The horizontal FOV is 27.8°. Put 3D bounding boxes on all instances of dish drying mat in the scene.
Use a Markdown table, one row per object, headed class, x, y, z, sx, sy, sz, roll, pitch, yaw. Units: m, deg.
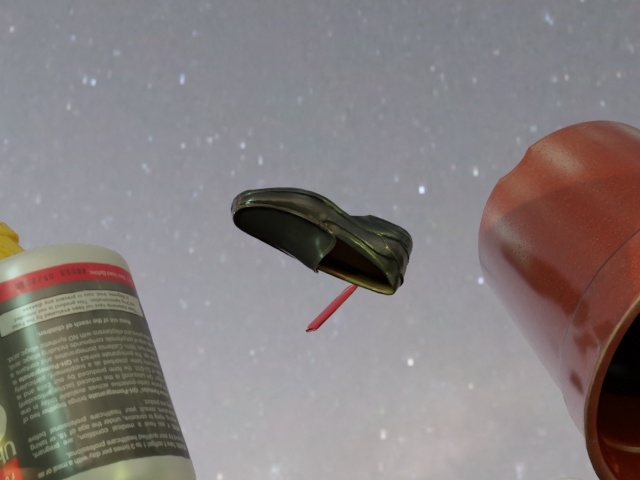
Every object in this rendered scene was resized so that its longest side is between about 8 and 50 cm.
| class | x | y | z | sx | sy | sz | roll | pitch | yaw |
| --- | --- | --- | --- | --- | --- | --- | --- | --- | --- |
| dish drying mat | 0.015 | 0.084 | 1.616 | 0.008 | 0.083 | 0.032 | 51 | -24 | -9 |

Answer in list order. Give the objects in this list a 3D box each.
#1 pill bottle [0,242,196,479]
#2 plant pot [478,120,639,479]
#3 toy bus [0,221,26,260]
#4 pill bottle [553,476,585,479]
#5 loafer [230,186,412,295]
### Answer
| class | x | y | z | sx | sy | sz | roll | pitch | yaw |
| --- | --- | --- | --- | --- | --- | --- | --- | --- | --- |
| pill bottle | -0.213 | 0.178 | 1.152 | 0.176 | 0.318 | 0.176 | -18 | -22 | -8 |
| plant pot | 0.277 | 0.041 | 1.078 | 0.272 | 0.265 | 0.272 | -9 | -60 | -16 |
| toy bus | -0.362 | 0.116 | 1.412 | 0.149 | 0.211 | 0.220 | -11 | -53 | -55 |
| pill bottle | 0.374 | 0.400 | 1.822 | 0.117 | 0.117 | 0.215 | -17 | -20 | 20 |
| loafer | 0.000 | 0.000 | 1.154 | 0.170 | 0.061 | 0.062 | 15 | -46 | -5 |
